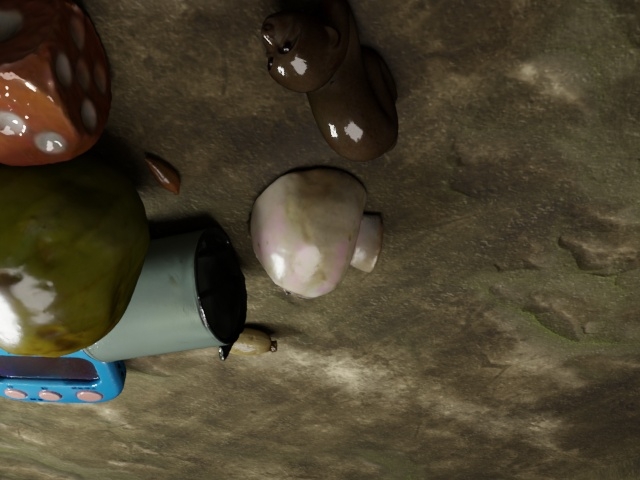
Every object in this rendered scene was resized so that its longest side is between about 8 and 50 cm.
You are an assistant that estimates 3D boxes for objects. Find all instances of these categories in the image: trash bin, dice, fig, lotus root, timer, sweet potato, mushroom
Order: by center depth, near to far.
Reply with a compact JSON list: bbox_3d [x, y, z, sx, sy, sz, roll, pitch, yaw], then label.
[{"bbox_3d":[-0.393,-0.213,0.917,0.174,0.175,0.179,-3,146,5],"label":"dice"},{"bbox_3d":[-0.425,-0.001,1.066,0.343,0.343,0.343,1,142,1],"label":"fig"},{"bbox_3d":[-0.262,-0.110,1.161,0.034,0.034,0.095,-16,140,21],"label":"sweet potato"},{"bbox_3d":[0.006,-0.007,1.182,0.236,0.162,0.173,12,143,-16],"label":"mushroom"},{"bbox_3d":[-0.299,0.105,1.290,0.263,0.217,0.277,-11,107,15],"label":"trash bin"},{"bbox_3d":[-0.173,0.230,1.578,0.150,0.062,0.073,8,165,-6],"label":"lotus root"},{"bbox_3d":[-0.631,0.275,1.604,0.340,0.115,0.309,2,143,-1],"label":"timer"}]

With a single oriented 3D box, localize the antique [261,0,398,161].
[{"bbox_3d":[0.017,-0.211,0.937,0.121,0.143,0.257,-18,137,26],"label":"antique"}]
